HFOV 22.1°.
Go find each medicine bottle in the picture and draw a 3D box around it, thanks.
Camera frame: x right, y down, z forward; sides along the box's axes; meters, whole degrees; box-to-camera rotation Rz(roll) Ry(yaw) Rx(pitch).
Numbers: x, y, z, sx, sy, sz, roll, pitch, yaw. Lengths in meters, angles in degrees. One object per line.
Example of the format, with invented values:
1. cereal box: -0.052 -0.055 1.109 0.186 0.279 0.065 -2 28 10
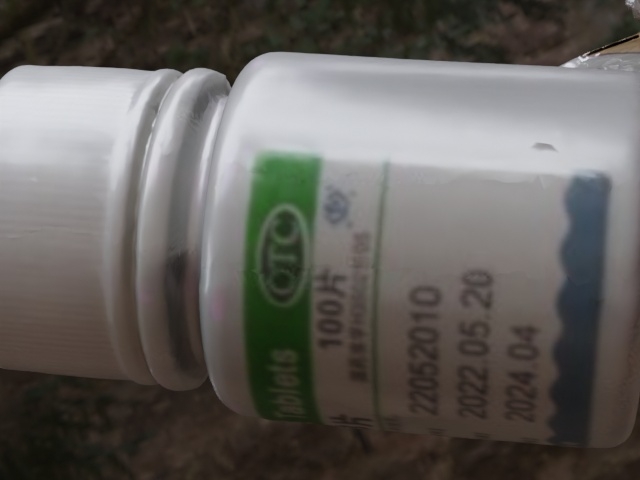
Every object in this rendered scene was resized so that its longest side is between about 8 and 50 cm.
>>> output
1. medicine bottle: 0.000 0.000 0.595 0.237 0.139 0.139 3 -22 7

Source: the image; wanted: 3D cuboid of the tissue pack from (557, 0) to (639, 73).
1. tissue pack: 0.257 -0.060 0.844 0.239 0.238 0.305 -6 14 -34
